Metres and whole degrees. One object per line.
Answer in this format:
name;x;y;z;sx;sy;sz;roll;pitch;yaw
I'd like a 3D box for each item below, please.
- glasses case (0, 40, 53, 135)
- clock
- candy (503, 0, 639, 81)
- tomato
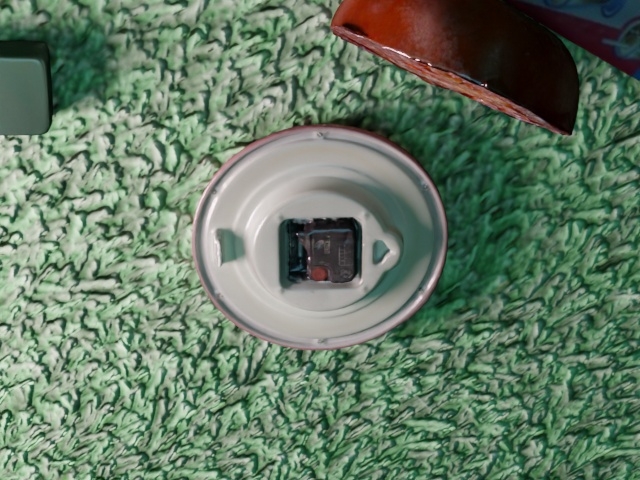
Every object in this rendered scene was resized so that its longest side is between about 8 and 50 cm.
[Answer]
glasses case;-0.329;-0.133;1.246;0.184;0.039;0.078;0;119;-4
clock;0.000;0.001;1.340;0.244;0.056;0.244;-2;120;-4
candy;0.209;-0.264;1.181;0.305;0.100;0.157;28;114;-17
tomato;0.123;-0.162;1.173;0.225;0.225;0.085;26;93;-18
